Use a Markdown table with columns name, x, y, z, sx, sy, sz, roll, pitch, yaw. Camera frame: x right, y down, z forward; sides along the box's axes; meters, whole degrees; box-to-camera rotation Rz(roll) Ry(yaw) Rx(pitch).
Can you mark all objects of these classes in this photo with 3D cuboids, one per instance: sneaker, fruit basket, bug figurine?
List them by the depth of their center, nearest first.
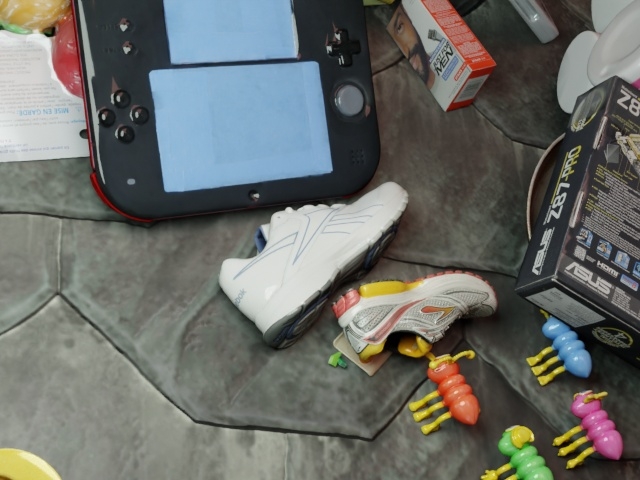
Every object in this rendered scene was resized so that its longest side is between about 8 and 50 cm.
| name | x | y | z | sx | sy | sz | roll | pitch | yaw |
| --- | --- | --- | --- | --- | --- | --- | --- | --- | --- |
| bug figurine | 0.256 | 0.193 | 1.387 | 0.279 | 0.072 | 0.216 | -17 | 64 | -32 |
| sneaker | 0.120 | 0.097 | 1.390 | 0.225 | 0.088 | 0.093 | -8 | 67 | -30 |
| sneaker | 0.000 | 0.000 | 1.398 | 0.129 | 0.111 | 0.297 | 39 | 49 | 15 |
| fruit basket | -0.297 | -0.277 | 1.436 | 0.327 | 0.165 | 0.353 | -7 | 93 | -27 |

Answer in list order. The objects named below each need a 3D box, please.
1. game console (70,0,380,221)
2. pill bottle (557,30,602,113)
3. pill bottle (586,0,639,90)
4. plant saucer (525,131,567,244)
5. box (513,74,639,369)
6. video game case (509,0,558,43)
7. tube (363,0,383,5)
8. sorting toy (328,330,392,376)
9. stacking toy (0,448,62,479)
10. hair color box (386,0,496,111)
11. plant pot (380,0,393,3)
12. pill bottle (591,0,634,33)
| name | x | y | z | sx | sy | sz | roll | pitch | yaw |
| --- | --- | --- | --- | --- | --- | --- | --- | --- | --- |
| game console | -0.107 | -0.208 | 1.416 | 0.386 | 0.060 | 0.342 | -8 | 97 | -29 |
| pill bottle | 0.501 | -0.226 | 1.744 | 0.264 | 0.153 | 0.153 | 11 | 53 | -17 |
| pill bottle | 0.519 | -0.200 | 1.589 | 0.283 | 0.160 | 0.160 | 33 | 48 | -20 |
| plant saucer | 0.396 | -0.006 | 1.553 | 0.310 | 0.050 | 0.311 | 6 | 75 | -24 |
| box | 0.467 | 0.019 | 1.497 | 0.395 | 0.097 | 0.318 | 30 | 65 | -16 |
| video game case | 0.244 | -0.493 | 1.793 | 0.300 | 0.036 | 0.329 | 30 | 35 | -56 |
| tube | -0.019 | -0.368 | 1.687 | 0.240 | 0.062 | 0.070 | -11 | 93 | -36 |
| sorting toy | 0.046 | 0.132 | 1.378 | 0.062 | 0.012 | 0.083 | 40 | 50 | 8 |
| stacking toy | -0.401 | 0.255 | 1.068 | 0.309 | 0.130 | 0.279 | 42 | 77 | 13 |
| hair color box | 0.173 | -0.282 | 1.682 | 0.053 | 0.093 | 0.167 | -17 | 63 | -32 |
| plant pot | 0.082 | -0.473 | 1.691 | 0.187 | 0.212 | 0.212 | 39 | 24 | -16 |
| pill bottle | 0.590 | -0.373 | 1.827 | 0.301 | 0.169 | 0.169 | -4 | 58 | -19 |
